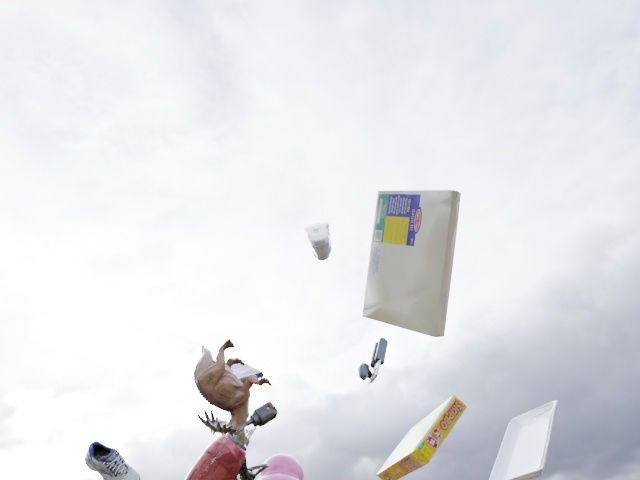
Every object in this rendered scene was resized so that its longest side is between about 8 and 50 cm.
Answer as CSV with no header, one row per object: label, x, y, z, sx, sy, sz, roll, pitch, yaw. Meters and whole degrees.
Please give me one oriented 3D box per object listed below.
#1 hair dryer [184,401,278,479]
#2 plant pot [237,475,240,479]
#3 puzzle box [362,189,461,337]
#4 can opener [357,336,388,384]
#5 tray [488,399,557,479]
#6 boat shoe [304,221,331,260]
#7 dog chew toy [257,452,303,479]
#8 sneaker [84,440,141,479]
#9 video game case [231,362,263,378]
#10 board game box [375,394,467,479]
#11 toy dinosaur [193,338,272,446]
hair dryer,-0.180,0.474,0.820,0.293,0.080,0.224,-11,-66,-55
plant pot,-0.351,0.923,1.550,0.205,0.188,0.205,-2,-80,-8
puzzle box,0.263,0.053,1.244,0.052,0.272,0.409,7,-90,-42
can opener,0.234,0.524,1.866,0.095,0.283,0.076,34,-62,0
tray,0.488,0.481,0.986,0.270,0.030,0.145,-22,-21,-53
boat shoe,0.000,0.000,1.027,0.066,0.184,0.063,-12,-74,-5
dog chew toy,-0.116,0.731,1.124,0.206,0.332,0.207,1,-64,1
sneaker,-0.419,0.452,0.840,0.135,0.052,0.058,24,-61,12
video game case,-0.377,0.549,1.715,0.196,0.026,0.274,-10,2,-31
board game box,0.177,0.379,0.779,0.124,0.039,0.259,-37,-20,-31
toy dinosaur,-0.264,0.396,1.105,0.200,0.295,0.127,-39,-21,-27
